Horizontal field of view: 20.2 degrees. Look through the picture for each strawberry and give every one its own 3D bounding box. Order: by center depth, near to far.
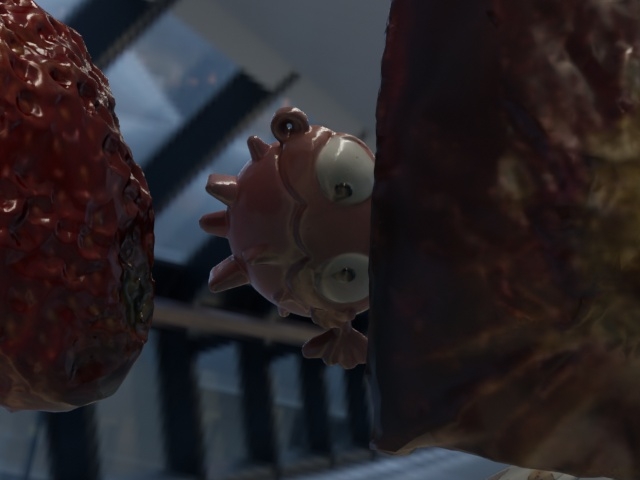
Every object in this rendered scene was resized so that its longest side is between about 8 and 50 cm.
[{"bbox_3d":[-0.271,-0.041,1.381,0.310,0.291,0.292,37,12,37],"label":"strawberry"}]

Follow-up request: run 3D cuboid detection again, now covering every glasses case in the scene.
[{"bbox_3d":[0.154,0.213,1.487,0.164,0.041,0.063,-36,-2,42],"label":"glasses case"}]

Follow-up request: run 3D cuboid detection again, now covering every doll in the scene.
[{"bbox_3d":[0.000,0.000,1.577,0.211,0.262,0.093,-2,29,7],"label":"doll"}]

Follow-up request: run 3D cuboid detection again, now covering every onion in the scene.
[{"bbox_3d":[0.122,-0.034,0.500,0.206,0.207,0.216,4,6,6],"label":"onion"}]
